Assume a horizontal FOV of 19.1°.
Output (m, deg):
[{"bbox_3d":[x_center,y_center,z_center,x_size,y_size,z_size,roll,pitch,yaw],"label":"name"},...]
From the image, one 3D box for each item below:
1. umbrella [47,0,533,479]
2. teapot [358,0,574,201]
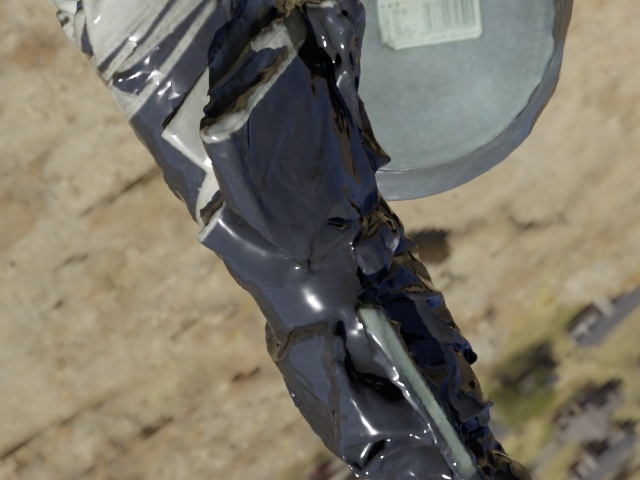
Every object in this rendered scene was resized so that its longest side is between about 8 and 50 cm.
[{"bbox_3d":[0.005,-0.003,0.849,0.113,0.357,0.106,-41,-161,-29],"label":"umbrella"},{"bbox_3d":[0.070,-0.211,1.587,0.376,0.305,0.362,-9,-166,-7],"label":"teapot"}]
